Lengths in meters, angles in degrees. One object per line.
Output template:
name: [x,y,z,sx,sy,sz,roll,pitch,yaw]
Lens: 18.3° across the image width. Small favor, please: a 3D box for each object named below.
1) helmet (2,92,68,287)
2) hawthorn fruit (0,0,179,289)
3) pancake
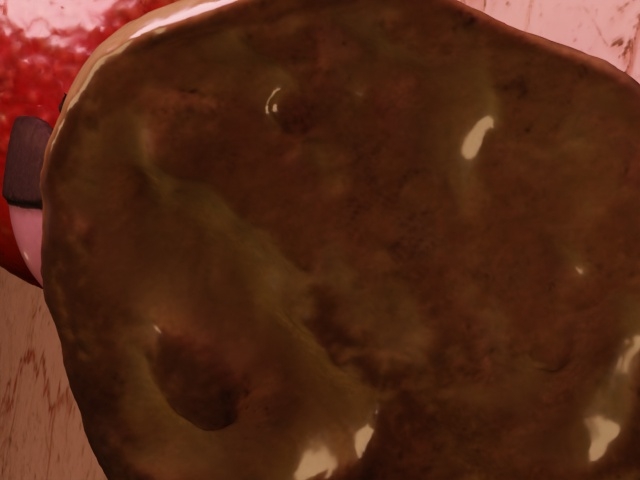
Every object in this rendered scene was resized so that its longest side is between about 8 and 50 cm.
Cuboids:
helmet: [-0.069,-0.011,1.146,0.253,0.198,0.154,12,96,36]
hawthorn fruit: [-0.150,-0.081,1.459,0.285,0.284,0.369,162,94,-72]
pancake: [0.021,0.031,0.799,0.049,0.294,0.294,-67,-6,-66]
